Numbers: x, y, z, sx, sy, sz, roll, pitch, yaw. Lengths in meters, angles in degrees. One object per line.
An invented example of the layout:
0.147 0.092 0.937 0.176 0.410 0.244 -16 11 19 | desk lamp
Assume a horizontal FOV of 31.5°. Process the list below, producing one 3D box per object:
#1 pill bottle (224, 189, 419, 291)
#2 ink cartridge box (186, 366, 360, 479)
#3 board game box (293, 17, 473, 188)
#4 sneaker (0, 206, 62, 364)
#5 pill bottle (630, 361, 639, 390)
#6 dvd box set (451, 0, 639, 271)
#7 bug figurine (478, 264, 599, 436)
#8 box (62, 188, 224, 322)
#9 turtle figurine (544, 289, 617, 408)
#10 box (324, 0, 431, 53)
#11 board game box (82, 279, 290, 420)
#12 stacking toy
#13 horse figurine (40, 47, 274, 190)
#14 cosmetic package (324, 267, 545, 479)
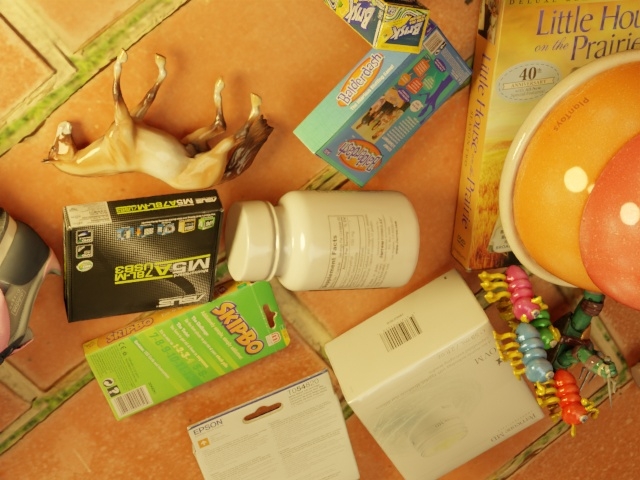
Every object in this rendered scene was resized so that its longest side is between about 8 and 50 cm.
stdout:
0.000 0.000 1.462 0.229 0.131 0.131 -1 118 -21 | pill bottle
-0.069 0.300 1.655 0.223 0.045 0.224 -21 123 -10 | ink cartridge box
0.082 -0.173 1.406 0.210 0.047 0.160 -46 154 7 | board game box
-0.401 0.126 1.317 0.131 0.112 0.319 41 66 -42 | sneaker
0.611 0.187 1.821 0.208 0.117 0.117 -31 125 -3 | pill bottle
0.347 -0.167 1.548 0.308 0.062 0.420 -7 120 -19 | dvd box set
0.305 0.147 1.581 0.072 0.216 0.279 -24 147 15 | bug figurine
-0.222 0.021 1.404 0.191 0.045 0.184 -7 139 -19 | box
0.395 0.154 1.703 0.118 0.175 0.234 15 103 -1 | turtle figurine
0.063 -0.271 1.311 0.059 0.169 0.054 2 117 -23 | box
-0.176 0.141 1.529 0.259 0.039 0.124 -22 124 -6 | board game box
0.463 0.003 1.363 0.351 0.480 0.350 -10 122 -17 | stacking toy
-0.179 -0.125 1.359 0.263 0.066 0.174 15 111 -28 | horse figurine
0.165 0.204 1.628 0.224 0.138 0.224 -31 126 5 | cosmetic package
